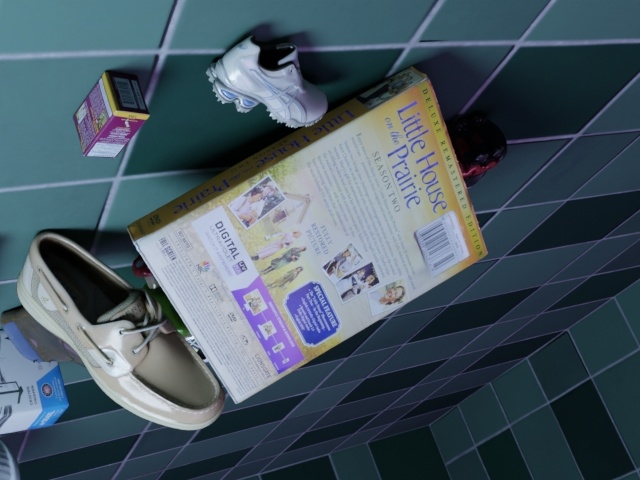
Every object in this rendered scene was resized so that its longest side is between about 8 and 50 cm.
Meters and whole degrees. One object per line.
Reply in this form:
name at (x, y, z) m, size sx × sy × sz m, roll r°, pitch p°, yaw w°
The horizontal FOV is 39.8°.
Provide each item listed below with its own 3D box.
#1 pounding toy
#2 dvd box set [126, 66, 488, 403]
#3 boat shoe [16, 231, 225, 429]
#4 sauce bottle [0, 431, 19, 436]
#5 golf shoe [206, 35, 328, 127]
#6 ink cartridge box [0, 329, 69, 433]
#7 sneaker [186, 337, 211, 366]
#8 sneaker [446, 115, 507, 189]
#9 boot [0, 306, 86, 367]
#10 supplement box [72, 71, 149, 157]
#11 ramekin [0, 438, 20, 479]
pounding toy at (-0.196, 0.061, 1.331) m, size 0.183 × 0.237 × 0.110 m, roll -36°, pitch 123°, yaw -32°
dvd box set at (0.000, 0.000, 1.176) m, size 0.420 × 0.062 × 0.308 m, roll -31°, pitch 125°, yaw -6°
boat shoe at (-0.265, 0.123, 1.183) m, size 0.122 × 0.341 × 0.110 m, roll -51°, pitch 176°, yaw -43°
sauce bottle at (-0.651, 0.295, 1.491) m, size 0.111 × 0.111 × 0.344 m, roll -29°, pitch 158°, yaw 18°
golf shoe at (-0.040, -0.182, 1.007) m, size 0.176 × 0.069 × 0.086 m, roll 4°, pitch 141°, yaw -49°
ink cartridge box at (-0.521, 0.225, 1.390) m, size 0.203 × 0.148 × 0.086 m, roll -2°, pitch 151°, yaw -42°
sneaker at (-0.193, 0.125, 1.531) m, size 0.384 × 0.145 × 0.147 m, roll -18°, pitch 127°, yaw -3°
sneaker at (0.139, -0.099, 1.311) m, size 0.276 × 0.098 × 0.135 m, roll -14°, pitch 155°, yaw -21°
boot at (-0.416, 0.160, 1.415) m, size 0.106 × 0.082 × 0.219 m, roll -13°, pitch 138°, yaw 7°
supplement box at (-0.227, -0.134, 0.956) m, size 0.043 × 0.055 × 0.083 m, roll 1°, pitch 150°, yaw -44°
ramekin at (-0.713, 0.470, 1.652) m, size 0.272 × 0.273 × 0.127 m, roll -24°, pitch 146°, yaw 6°
